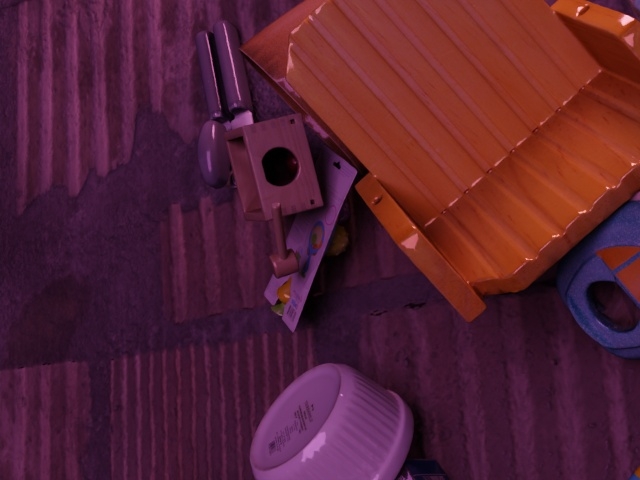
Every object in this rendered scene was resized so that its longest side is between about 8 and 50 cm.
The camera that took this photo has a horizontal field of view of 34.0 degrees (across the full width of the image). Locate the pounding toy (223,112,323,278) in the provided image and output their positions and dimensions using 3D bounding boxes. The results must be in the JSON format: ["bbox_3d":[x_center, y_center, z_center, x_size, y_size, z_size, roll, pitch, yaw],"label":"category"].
[{"bbox_3d":[-0.043,-0.060,1.389,0.094,0.181,0.206,-16,96,-16],"label":"pounding toy"}]

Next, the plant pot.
[{"bbox_3d":[0.060,-0.260,1.403,0.254,0.237,0.237,-45,60,2],"label":"plant pot"}]

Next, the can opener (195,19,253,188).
[{"bbox_3d":[-0.145,-0.209,1.583,0.074,0.093,0.280,-21,64,26],"label":"can opener"}]

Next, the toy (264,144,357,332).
[{"bbox_3d":[0.000,0.000,1.450,0.237,0.056,0.137,-65,26,11],"label":"toy"}]

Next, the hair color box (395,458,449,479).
[{"bbox_3d":[0.149,0.450,1.242,0.174,0.105,0.347,-43,62,16],"label":"hair color box"}]

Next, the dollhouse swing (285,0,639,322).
[{"bbox_3d":[0.165,-0.171,1.171,0.347,0.305,0.315,-41,23,6],"label":"dollhouse swing"}]

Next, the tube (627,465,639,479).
[{"bbox_3d":[0.355,0.314,1.189,0.207,0.052,0.080,-47,71,7],"label":"tube"}]

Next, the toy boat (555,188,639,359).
[{"bbox_3d":[0.393,0.091,1.117,0.148,0.267,0.318,-35,77,-29],"label":"toy boat"}]

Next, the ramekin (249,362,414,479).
[{"bbox_3d":[0.006,0.250,1.307,0.207,0.109,0.207,-40,21,19],"label":"ramekin"}]

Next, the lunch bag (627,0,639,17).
[{"bbox_3d":[0.470,-0.222,1.111,0.223,0.262,0.160,59,151,26],"label":"lunch bag"}]
